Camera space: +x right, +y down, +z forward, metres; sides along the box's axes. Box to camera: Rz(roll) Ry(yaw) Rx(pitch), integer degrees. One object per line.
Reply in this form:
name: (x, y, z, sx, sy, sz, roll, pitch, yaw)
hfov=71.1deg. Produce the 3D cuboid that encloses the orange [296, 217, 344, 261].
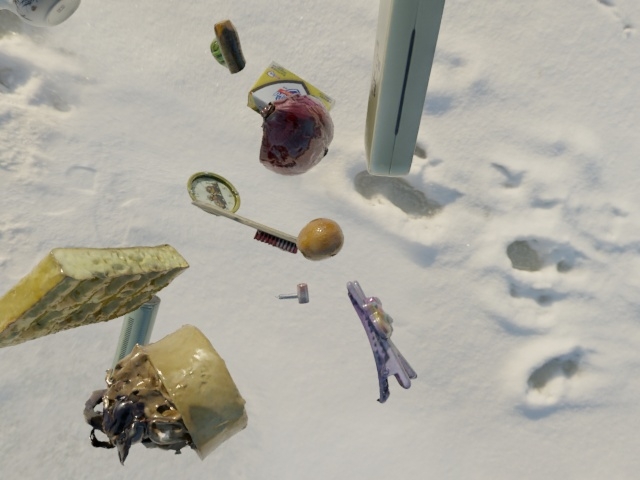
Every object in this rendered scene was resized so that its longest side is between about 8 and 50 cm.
orange: (0.000, 0.000, 0.781, 0.085, 0.085, 0.084, -2, 98, -15)

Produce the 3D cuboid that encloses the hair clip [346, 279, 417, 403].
hair clip: (0.138, 0.216, 1.004, 0.091, 0.137, 0.278, -20, 81, 22)

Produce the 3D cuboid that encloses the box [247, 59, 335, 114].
box: (-0.102, -0.478, 1.558, 0.265, 0.097, 0.168, 33, 70, -3)

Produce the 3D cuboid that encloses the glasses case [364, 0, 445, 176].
glasses case: (0.118, -0.256, 0.674, 0.070, 0.131, 0.312, 2, 131, -1)

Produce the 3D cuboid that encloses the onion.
onion: (-0.060, -0.261, 1.144, 0.120, 0.284, 0.227, 38, 99, 21)

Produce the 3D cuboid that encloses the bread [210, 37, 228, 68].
bread: (-0.398, -0.759, 1.820, 0.071, 0.139, 0.130, -30, 116, 12)

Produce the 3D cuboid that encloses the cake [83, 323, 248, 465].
cake: (-0.386, 0.406, 1.090, 0.321, 0.332, 0.332, -28, 105, -27)

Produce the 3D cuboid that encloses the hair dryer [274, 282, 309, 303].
hair dryer: (-0.095, 0.176, 1.466, 0.115, 0.037, 0.063, -6, 94, 10)

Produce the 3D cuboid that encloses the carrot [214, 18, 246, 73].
carrot: (-0.316, -0.682, 1.577, 0.082, 0.082, 0.173, -27, 124, -10)

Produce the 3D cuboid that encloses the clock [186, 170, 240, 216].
clock: (-0.447, -0.184, 1.855, 0.237, 0.236, 0.057, 31, 131, -17)

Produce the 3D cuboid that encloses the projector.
projector: (-0.654, 0.347, 1.574, 0.108, 0.108, 0.337, 15, 104, -17)

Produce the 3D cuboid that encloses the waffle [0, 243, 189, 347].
waffle: (-0.338, 0.074, 0.674, 0.168, 0.274, 0.057, -37, 81, 14)

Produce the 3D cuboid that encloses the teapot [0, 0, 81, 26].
teapot: (-0.788, -0.739, 1.299, 0.166, 0.208, 0.299, 36, 91, -7)

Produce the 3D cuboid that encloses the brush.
brush: (-0.201, -0.037, 1.230, 0.321, 0.060, 0.050, 22, 100, -3)
